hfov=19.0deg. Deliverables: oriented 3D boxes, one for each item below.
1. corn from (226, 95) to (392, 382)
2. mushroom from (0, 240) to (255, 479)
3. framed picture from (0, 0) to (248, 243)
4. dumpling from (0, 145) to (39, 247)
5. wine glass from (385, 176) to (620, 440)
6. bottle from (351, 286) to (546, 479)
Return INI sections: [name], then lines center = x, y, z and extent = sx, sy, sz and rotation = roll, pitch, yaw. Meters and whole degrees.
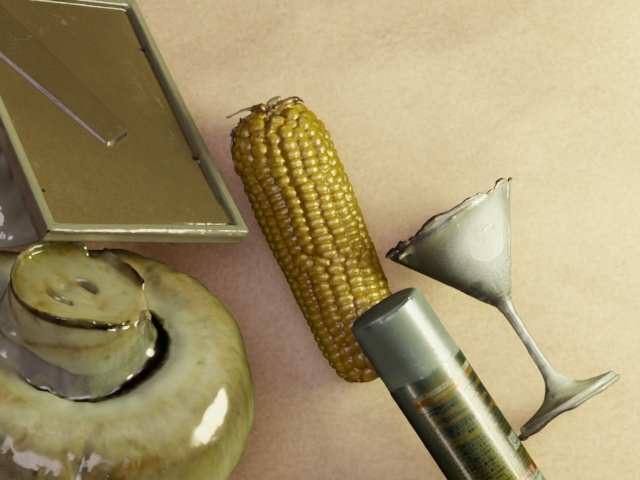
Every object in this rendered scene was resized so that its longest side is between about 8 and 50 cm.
[corn]
center = 0.000, 0.000, 1.924
extent = 0.106, 0.106, 0.305
rotation = -23, 80, -2
[mushroom]
center = -0.233, 0.133, 1.807
extent = 0.352, 0.260, 0.352
rotation = 10, 38, -8
[framed picture]
center = -0.225, -0.128, 1.879
extent = 0.020, 0.240, 0.324
rotation = -51, 55, 36
[dumpling]
center = -0.333, -0.084, 1.915
extent = 0.243, 0.175, 0.227
rotation = -38, 73, -4
[wine glass]
center = 0.187, 0.071, 1.888
extent = 0.156, 0.156, 0.232
rotation = -32, 84, -3
[bottle]
center = 0.137, 0.180, 1.853
extent = 0.082, 0.082, 0.286
rotation = -34, 98, -4
